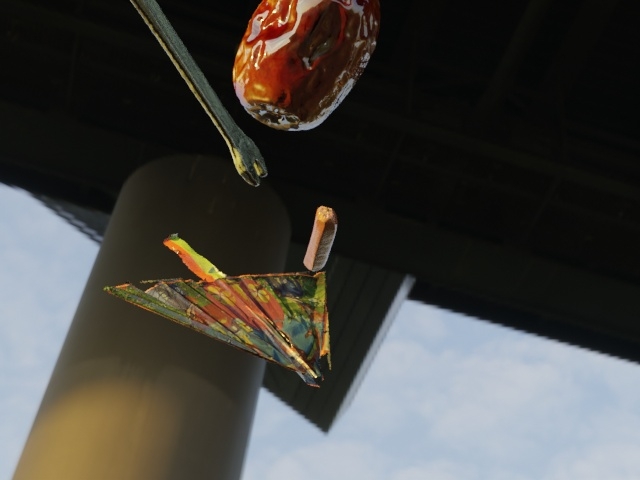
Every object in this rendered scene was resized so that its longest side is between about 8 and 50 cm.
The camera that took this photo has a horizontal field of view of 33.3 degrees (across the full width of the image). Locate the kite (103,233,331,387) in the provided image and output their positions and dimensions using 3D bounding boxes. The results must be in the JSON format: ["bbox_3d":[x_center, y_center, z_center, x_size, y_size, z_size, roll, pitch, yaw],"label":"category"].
[{"bbox_3d":[-0.052,0.050,0.807,0.183,0.241,0.014,39,-64,27],"label":"kite"}]

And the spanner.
[{"bbox_3d":[-0.136,-0.180,1.123,0.017,0.071,0.302,-23,-63,20],"label":"spanner"}]

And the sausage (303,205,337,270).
[{"bbox_3d":[0.000,0.001,1.460,0.035,0.030,0.147,-6,-27,-11],"label":"sausage"}]

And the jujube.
[{"bbox_3d":[-0.012,-0.269,1.475,0.183,0.243,0.183,20,-15,6],"label":"jujube"}]
